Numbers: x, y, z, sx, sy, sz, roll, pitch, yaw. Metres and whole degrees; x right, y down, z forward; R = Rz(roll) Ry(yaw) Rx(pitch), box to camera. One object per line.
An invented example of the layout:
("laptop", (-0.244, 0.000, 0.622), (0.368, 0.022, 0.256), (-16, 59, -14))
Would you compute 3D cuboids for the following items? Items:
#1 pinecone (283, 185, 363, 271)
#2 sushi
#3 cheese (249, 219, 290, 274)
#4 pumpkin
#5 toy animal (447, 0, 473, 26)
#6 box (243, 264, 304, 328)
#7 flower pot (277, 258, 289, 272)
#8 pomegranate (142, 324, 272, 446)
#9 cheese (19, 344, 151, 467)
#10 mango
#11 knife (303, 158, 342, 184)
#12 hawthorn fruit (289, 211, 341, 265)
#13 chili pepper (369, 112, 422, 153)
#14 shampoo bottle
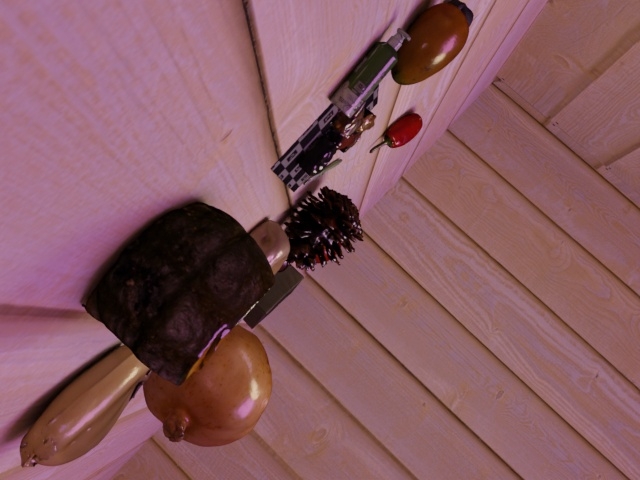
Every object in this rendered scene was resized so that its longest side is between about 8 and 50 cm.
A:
("pinecone", (-0.004, -0.023, 1.616), (0.292, 0.246, 0.246), (-43, 174, 6))
("sushi", (0.049, -0.256, 1.303), (0.359, 0.064, 0.343), (-46, 173, 1))
("cheese", (-0.171, 0.045, 1.480), (0.218, 0.117, 0.235), (-54, 174, 36))
("pumpkin", (-0.233, 0.084, 0.927), (0.303, 0.225, 0.256), (-50, 180, -25))
("toy animal", (0.330, -0.533, 1.348), (0.137, 0.082, 0.269), (-47, 173, 8))
("box", (-0.207, 0.180, 1.907), (0.231, 0.155, 0.149), (-43, 175, -42))
("flower pot", (-0.168, 0.058, 1.704), (0.089, 0.111, 0.111), (-9, 145, -54))
("pomegranate", (-0.341, 0.434, 1.561), (0.411, 0.411, 0.411), (-46, 173, -7))
("cheese", (-0.543, 0.390, 1.180), (0.316, 0.128, 0.259), (-48, 169, -51))
("mango", (0.252, -0.449, 1.198), (0.152, 0.120, 0.221), (-32, 174, -28))
("knife", (0.009, -0.208, 1.556), (0.207, 0.014, 0.030), (-38, 169, -47))
("hawthorn fruit", (0.000, 0.000, 1.829), (0.197, 0.225, 0.196), (-36, 180, 0))
("chili pepper", (0.325, -0.420, 1.984), (0.137, 0.091, 0.368), (-38, 179, 44))
("shampoo bottle", (0.107, -0.354, 1.080), (0.204, 0.065, 0.065), (-48, 173, 13))
